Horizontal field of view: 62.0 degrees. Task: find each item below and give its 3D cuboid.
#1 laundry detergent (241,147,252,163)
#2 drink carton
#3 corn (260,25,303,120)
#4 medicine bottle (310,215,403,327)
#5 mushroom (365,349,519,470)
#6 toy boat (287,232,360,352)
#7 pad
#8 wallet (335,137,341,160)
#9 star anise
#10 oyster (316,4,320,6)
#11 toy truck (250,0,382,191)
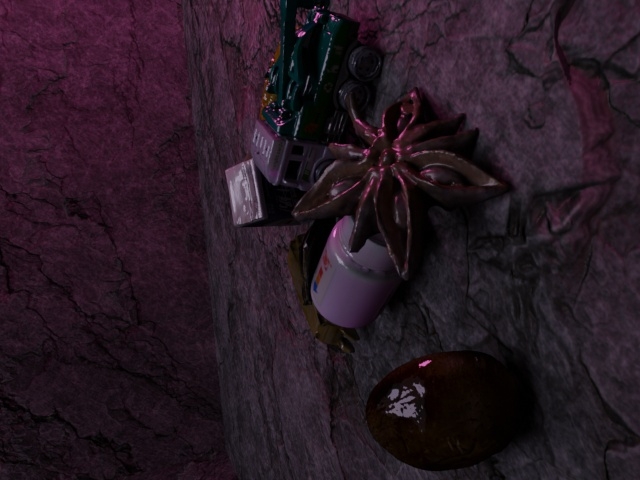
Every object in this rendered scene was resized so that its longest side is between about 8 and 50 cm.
[{"bbox_3d":[-0.096,-0.231,1.274,0.076,0.171,0.237,51,155,-1],"label":"laundry detergent"},{"bbox_3d":[-0.093,-0.105,1.214,0.102,0.222,0.134,-17,81,40],"label":"drink carton"},{"bbox_3d":[-0.070,-0.356,1.225,0.363,0.121,0.120,134,125,-64],"label":"corn"},{"bbox_3d":[0.078,0.036,0.944,0.254,0.152,0.152,112,144,-49],"label":"medicine bottle"},{"bbox_3d":[0.169,0.249,0.737,0.231,0.194,0.138,90,160,-48],"label":"mushroom"},{"bbox_3d":[0.011,0.110,1.184,0.089,0.115,0.310,104,152,-42],"label":"toy boat"},{"bbox_3d":[-0.001,0.000,1.101,0.233,0.022,0.174,-68,-18,-45],"label":"pad"},{"bbox_3d":[0.022,-0.188,1.177,0.095,0.026,0.176,26,123,58],"label":"wallet"},{"bbox_3d":[0.110,-0.104,0.791,0.350,0.292,0.109,26,158,38],"label":"star anise"},{"bbox_3d":[-0.012,-0.563,1.129,0.122,0.045,0.146,38,134,42],"label":"oyster"},{"bbox_3d":[-0.023,-0.273,1.022,0.176,0.178,0.363,54,138,48],"label":"toy truck"}]
